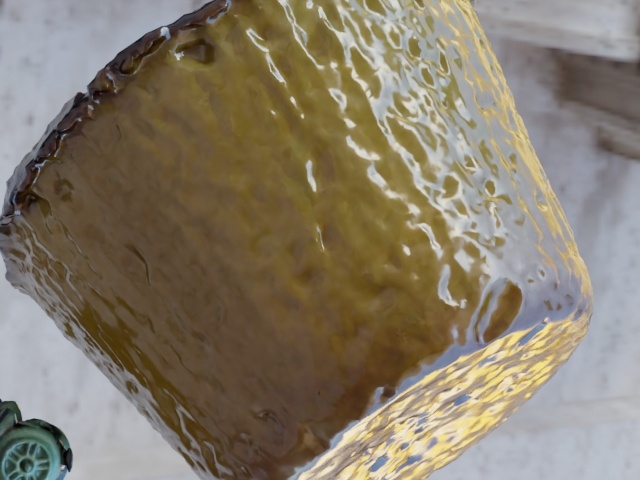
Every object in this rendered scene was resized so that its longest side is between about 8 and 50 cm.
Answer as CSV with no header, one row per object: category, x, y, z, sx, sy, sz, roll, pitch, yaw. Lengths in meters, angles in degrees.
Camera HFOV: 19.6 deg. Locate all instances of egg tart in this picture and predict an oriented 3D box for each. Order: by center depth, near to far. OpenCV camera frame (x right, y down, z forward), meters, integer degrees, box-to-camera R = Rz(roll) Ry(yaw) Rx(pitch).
egg tart,0.000,0.000,0.698,0.171,0.215,0.215,55,-52,20

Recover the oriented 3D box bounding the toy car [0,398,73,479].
toy car,-0.131,0.127,0.707,0.073,0.054,0.143,17,-72,54
